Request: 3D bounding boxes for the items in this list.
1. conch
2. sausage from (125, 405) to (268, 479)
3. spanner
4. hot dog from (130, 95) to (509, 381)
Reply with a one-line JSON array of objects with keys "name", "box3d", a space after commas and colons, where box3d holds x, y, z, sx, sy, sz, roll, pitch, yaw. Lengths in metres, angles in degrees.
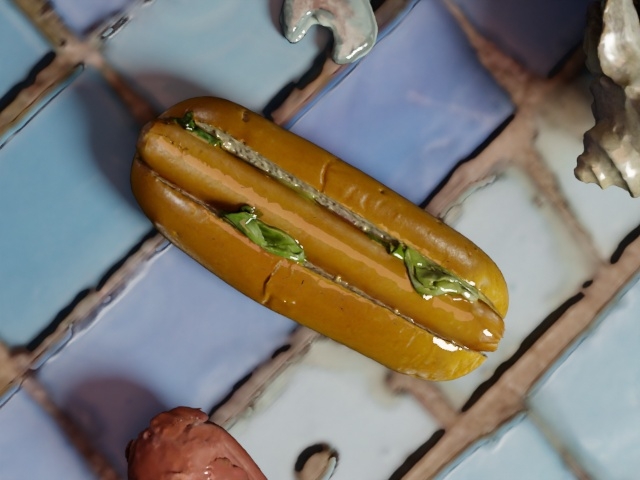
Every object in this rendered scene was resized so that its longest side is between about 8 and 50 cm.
[{"name": "conch", "box3d": [0.238, -0.120, 1.122, 0.245, 0.163, 0.178, -33, 127, -7]}, {"name": "sausage", "box3d": [-0.058, 0.161, 1.115, 0.076, 0.076, 0.141, -37, 92, -8]}, {"name": "spanner", "box3d": [0.032, -0.257, 1.175, 0.071, 0.017, 0.302, 15, 85, -7]}, {"name": "hot dog", "box3d": [0.000, 0.000, 1.133, 0.249, 0.068, 0.100, 29, 83, -7]}]
